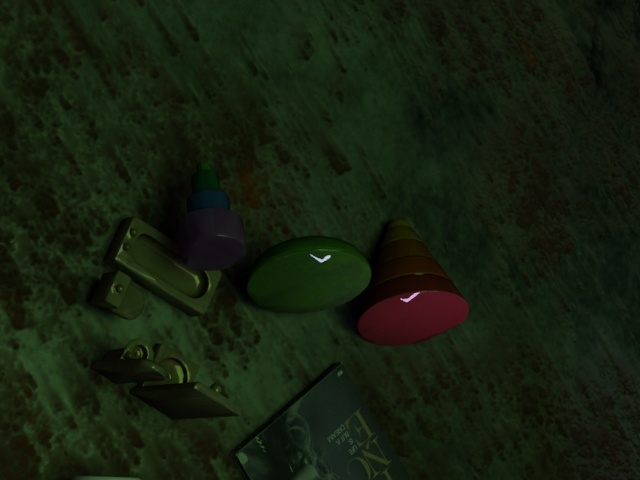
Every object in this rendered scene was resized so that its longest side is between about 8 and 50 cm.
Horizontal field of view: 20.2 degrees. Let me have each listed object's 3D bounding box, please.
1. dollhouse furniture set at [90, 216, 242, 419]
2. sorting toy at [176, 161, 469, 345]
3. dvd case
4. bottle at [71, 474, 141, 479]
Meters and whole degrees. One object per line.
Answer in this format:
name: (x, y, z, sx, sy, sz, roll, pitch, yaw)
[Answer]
dollhouse furniture set: (-0.136, 0.072, 1.729, 0.144, 0.123, 0.151, 34, 66, -27)
sorting toy: (0.000, 0.000, 1.851, 0.365, 0.127, 0.126, 20, 50, -38)
dvd case: (0.019, 0.265, 1.879, 0.164, 0.018, 0.221, -39, 106, -32)
bottle: (-0.206, 0.361, 1.665, 0.118, 0.092, 0.283, 7, 80, -35)
